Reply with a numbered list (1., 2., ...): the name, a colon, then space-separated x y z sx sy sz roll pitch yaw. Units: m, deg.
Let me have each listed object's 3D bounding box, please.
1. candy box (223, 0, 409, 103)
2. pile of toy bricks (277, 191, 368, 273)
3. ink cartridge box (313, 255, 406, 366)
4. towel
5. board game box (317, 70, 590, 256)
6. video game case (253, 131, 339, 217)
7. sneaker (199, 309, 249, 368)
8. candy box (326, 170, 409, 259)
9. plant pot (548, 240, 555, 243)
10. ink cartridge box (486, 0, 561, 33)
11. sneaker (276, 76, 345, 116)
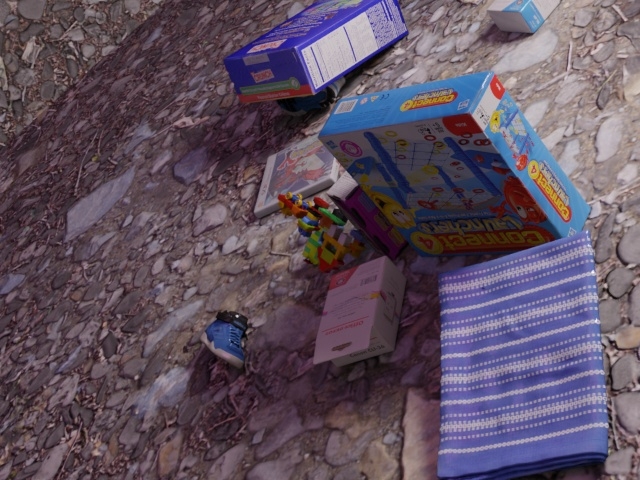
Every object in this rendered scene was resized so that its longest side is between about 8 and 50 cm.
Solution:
1. candy box: -0.010 -0.427 2.432 0.317 0.122 0.268 -36 24 -32
2. pile of toy bricks: 0.000 0.000 2.012 0.212 0.118 0.105 38 110 43
3. ink cartridge box: 0.064 0.129 1.788 0.115 0.067 0.198 -21 35 32
4. towel: 0.260 0.159 1.484 0.243 0.040 0.336 -19 52 32
5. board game box: 0.202 -0.104 1.693 0.308 0.302 0.086 -4 48 47
6. video game case: -0.042 -0.147 2.296 0.201 0.023 0.183 -23 36 29
7. sneaker: -0.161 0.171 1.997 0.084 0.058 0.152 -55 25 -4
8. candy box: 0.143 -0.106 1.902 0.233 0.159 0.071 -46 32 -9
9. plant pot: 0.346 0.054 1.562 0.083 0.083 0.079 -23 48 29
10. ink cartridge box: 0.423 -0.489 2.159 0.180 0.060 0.104 -49 31 -11
11. sneaker: -0.018 -0.331 2.472 0.191 0.071 0.083 -3 35 43
